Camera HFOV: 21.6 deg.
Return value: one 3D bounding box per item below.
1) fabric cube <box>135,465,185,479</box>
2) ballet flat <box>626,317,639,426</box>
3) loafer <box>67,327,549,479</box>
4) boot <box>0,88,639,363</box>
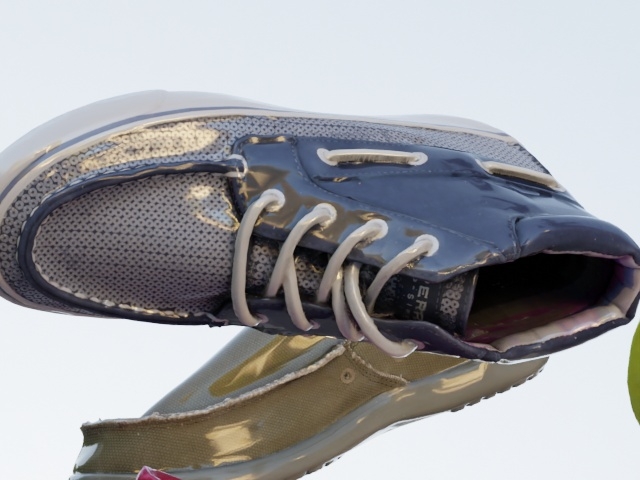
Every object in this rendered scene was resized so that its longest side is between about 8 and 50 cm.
[{"bbox_3d":[0.032,0.258,0.473,0.259,0.258,0.254,31,-2,38],"label":"fabric cube"},{"bbox_3d":[0.235,0.041,0.991,0.077,0.077,0.231,6,-61,-7],"label":"ballet flat"},{"bbox_3d":[-0.009,0.057,0.780,0.094,0.251,0.087,-16,-89,57],"label":"loafer"},{"bbox_3d":[0.000,0.000,0.481,0.086,0.190,0.069,41,-49,52],"label":"boot"}]
